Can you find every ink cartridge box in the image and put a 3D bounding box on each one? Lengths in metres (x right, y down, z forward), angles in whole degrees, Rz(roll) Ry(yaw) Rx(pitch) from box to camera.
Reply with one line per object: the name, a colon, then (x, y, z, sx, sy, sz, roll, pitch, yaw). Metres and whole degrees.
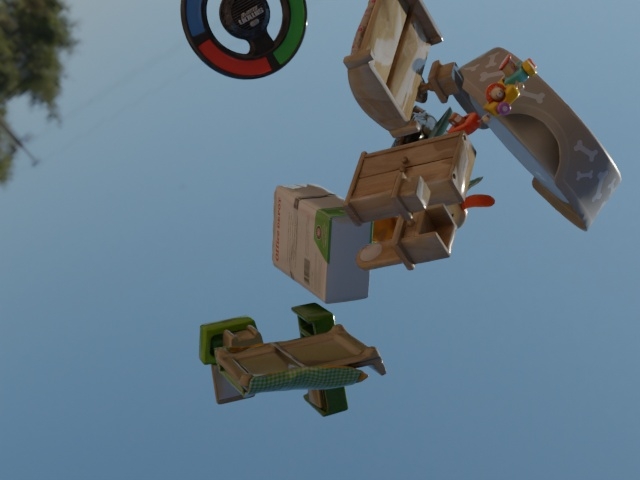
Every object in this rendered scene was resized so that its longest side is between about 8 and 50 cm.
ink cartridge box: (0.000, 0.000, 2.132, 0.093, 0.160, 0.219, -6, -160, -26)

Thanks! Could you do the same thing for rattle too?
rattle: (0.183, -0.057, 2.077, 0.200, 0.143, 0.130, -13, -117, 55)

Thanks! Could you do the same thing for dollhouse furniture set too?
dollhouse furniture set: (-0.042, 0.204, 1.659, 0.198, 0.151, 0.301, -11, -168, -17)
dollhouse furniture set: (0.047, -0.180, 1.584, 0.174, 0.355, 0.303, -13, -139, 31)

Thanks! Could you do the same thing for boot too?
boot: (0.193, -0.178, 2.169, 0.082, 0.106, 0.219, -61, 179, 29)

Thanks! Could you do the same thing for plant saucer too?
plant saucer: (0.185, -0.152, 2.086, 0.192, 0.018, 0.067, -58, -177, -33)

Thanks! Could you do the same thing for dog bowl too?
dog bowl: (0.356, -0.175, 1.972, 0.102, 0.349, 0.349, -42, -159, 5)

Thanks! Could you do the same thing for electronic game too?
electronic game: (-0.130, -0.392, 2.058, 0.229, 0.229, 0.048, -45, -162, -14)

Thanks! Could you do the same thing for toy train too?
toy train: (0.246, -0.215, 1.752, 0.166, 0.046, 0.125, -51, -164, -26)

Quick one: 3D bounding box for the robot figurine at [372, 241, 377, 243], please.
robot figurine: (0.069, -0.015, 2.311, 0.115, 0.067, 0.101, 31, -142, 34)
